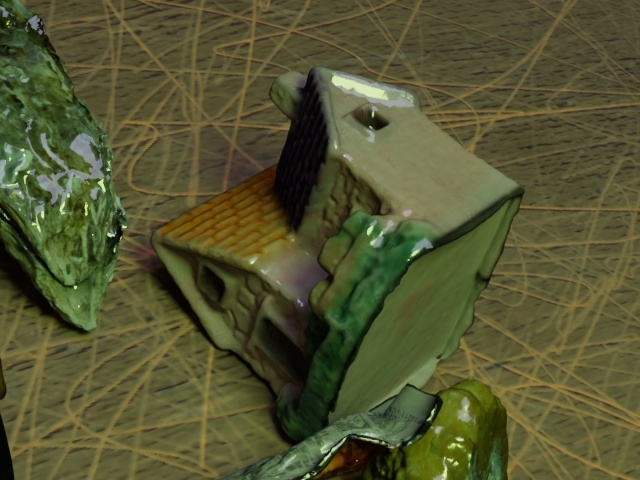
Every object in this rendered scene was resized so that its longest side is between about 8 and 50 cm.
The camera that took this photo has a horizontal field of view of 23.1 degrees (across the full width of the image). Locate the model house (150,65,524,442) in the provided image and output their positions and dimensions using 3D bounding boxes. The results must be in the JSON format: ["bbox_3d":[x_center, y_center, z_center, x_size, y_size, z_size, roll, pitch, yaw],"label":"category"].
[{"bbox_3d":[0.000,0.000,1.296,0.237,0.237,0.202,41,51,22],"label":"model house"}]

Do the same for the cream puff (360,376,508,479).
[{"bbox_3d":[0.084,0.183,1.240,0.116,0.146,0.146,-2,36,24],"label":"cream puff"}]

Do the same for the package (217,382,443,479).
[{"bbox_3d":[-0.018,0.165,1.140,0.232,0.166,0.040,-25,91,-14],"label":"package"}]

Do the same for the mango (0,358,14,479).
[{"bbox_3d":[-0.312,0.136,1.058,0.201,0.153,0.287,12,45,-23],"label":"mango"}]

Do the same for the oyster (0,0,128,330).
[{"bbox_3d":[-0.267,-0.080,1.316,0.162,0.158,0.351,-31,70,-2],"label":"oyster"}]
